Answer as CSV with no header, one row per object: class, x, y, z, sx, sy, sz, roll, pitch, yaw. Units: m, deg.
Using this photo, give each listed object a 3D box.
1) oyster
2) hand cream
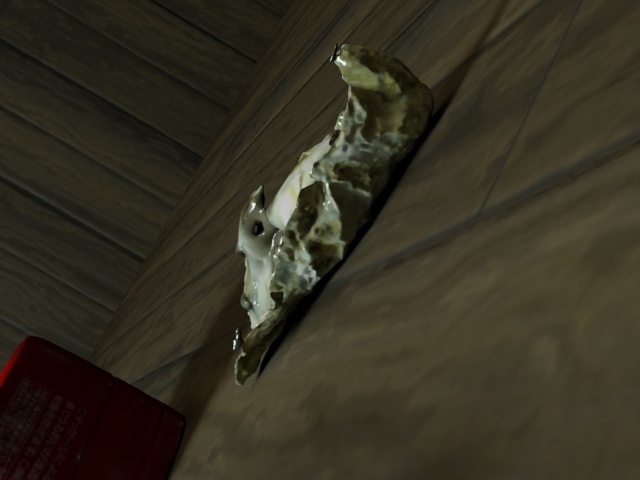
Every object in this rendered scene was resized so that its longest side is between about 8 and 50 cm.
oyster,-0.004,0.000,0.646,0.200,0.061,0.106,128,151,-51
hand cream,-0.190,0.170,0.826,0.193,0.125,0.193,-54,12,17
